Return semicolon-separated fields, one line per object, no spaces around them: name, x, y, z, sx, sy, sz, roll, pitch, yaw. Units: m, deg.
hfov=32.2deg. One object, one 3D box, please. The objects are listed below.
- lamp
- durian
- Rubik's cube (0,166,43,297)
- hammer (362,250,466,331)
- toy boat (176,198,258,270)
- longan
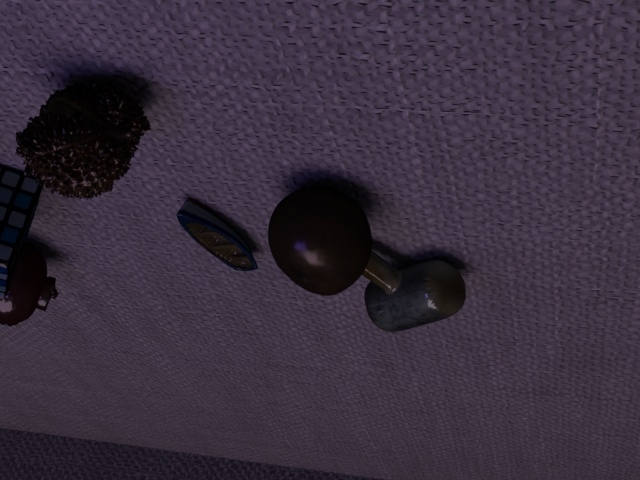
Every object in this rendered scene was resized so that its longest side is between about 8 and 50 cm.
lamp;-0.654;0.080;2.219;0.258;0.180;0.180;20;153;-11
durian;-0.337;-0.148;1.604;0.196;0.196;0.167;-8;146;36
Rubik's cube;-0.618;-0.026;1.979;0.184;0.187;0.182;20;154;-12
hammer;0.096;0.048;1.942;0.305;0.113;0.202;36;143;-26
toy boat;-0.187;-0.009;1.988;0.080;0.046;0.229;-4;150;31
longan;0.000;0.000;1.788;0.167;0.167;0.187;0;120;22
